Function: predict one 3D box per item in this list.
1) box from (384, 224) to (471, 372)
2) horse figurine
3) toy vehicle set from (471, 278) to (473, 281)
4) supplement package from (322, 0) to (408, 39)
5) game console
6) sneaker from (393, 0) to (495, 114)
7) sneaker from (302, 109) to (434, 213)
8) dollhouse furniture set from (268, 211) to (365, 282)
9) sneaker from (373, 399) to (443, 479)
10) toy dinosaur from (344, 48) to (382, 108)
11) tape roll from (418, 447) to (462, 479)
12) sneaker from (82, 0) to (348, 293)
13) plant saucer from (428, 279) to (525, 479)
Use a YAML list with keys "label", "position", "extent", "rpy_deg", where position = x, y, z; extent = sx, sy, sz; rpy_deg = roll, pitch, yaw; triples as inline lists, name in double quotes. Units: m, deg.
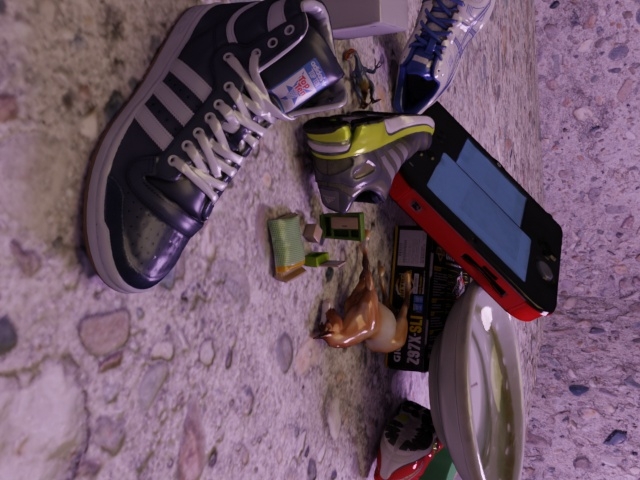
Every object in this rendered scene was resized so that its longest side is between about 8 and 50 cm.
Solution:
- label: "box"
  position: [0.224, 0.115, 1.166]
  extent: [0.322, 0.079, 0.257]
  rpy_deg: [12, 81, -63]
- label: "horse figurine"
  position: [0.084, 0.104, 0.901]
  extent: [0.263, 0.066, 0.174]
  rpy_deg: [44, 48, -53]
- label: "toy vehicle set"
  position: [0.455, 0.157, 1.671]
  extent: [0.166, 0.035, 0.266]
  rpy_deg: [36, 61, -59]
- label: "supplement package"
  position: [0.041, -0.348, 0.728]
  extent: [0.105, 0.105, 0.179]
  rpy_deg: [-26, 115, -61]
- label: "game console"
  position: [0.291, -0.069, 1.067]
  extent: [0.386, 0.060, 0.342]
  rpy_deg: [44, 42, -6]
- label: "sneaker"
  position: [0.192, -0.319, 0.942]
  extent: [0.131, 0.112, 0.296]
  rpy_deg: [-57, 165, -35]
- label: "sneaker"
  position: [0.072, -0.118, 0.832]
  extent: [0.300, 0.111, 0.121]
  rpy_deg: [-22, 118, -53]
- label: "dollhouse furniture set"
  position: [0.000, 0.000, 0.730]
  extent: [0.152, 0.059, 0.076]
  rpy_deg: [-25, 114, -61]
- label: "sneaker"
  position: [0.163, 0.375, 1.078]
  extent: [0.279, 0.107, 0.118]
  rpy_deg: [4, 107, -60]
- label: "toy dinosaur"
  position: [0.054, -0.234, 0.860]
  extent: [0.047, 0.090, 0.082]
  rpy_deg: [-25, 96, -18]
- label: "tape roll"
  position: [0.252, 0.602, 1.266]
  extent: [0.321, 0.077, 0.321]
  rpy_deg: [-8, 99, -63]
- label: "sneaker"
  position: [-0.073, -0.088, 0.471]
  extent: [0.099, 0.153, 0.282]
  rpy_deg: [50, 49, -52]
- label: "plant saucer"
  position: [0.272, 0.262, 1.049]
  extent: [0.400, 0.101, 0.400]
  rpy_deg: [20, 67, -58]
